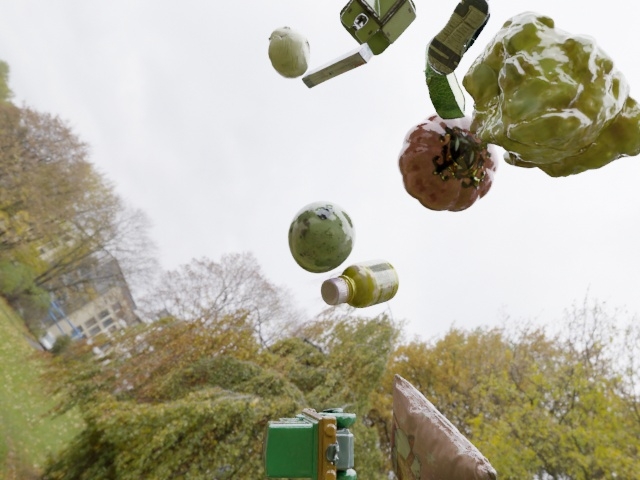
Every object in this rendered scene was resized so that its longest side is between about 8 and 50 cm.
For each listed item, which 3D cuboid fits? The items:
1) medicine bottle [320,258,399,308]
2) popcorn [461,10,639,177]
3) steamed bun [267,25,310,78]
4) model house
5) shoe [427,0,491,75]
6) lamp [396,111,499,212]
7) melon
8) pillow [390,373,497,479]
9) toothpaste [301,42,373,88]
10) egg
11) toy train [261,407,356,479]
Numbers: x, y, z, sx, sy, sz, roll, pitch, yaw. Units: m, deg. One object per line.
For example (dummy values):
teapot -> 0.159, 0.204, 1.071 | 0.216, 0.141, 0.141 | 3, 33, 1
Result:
medicine bottle -> 0.099, 0.119, 1.146 | 0.122, 0.213, 0.121 | 8, -79, 46
popcorn -> 0.443, -0.285, 0.848 | 0.293, 0.293, 0.334 | 80, -1, -59
steamed bun -> -0.072, -0.467, 1.104 | 0.091, 0.112, 0.130 | 2, -13, 19
model house -> 0.189, -0.721, 1.364 | 0.205, 0.278, 0.218 | 41, -74, -12
shoe -> 0.236, -0.349, 0.743 | 0.064, 0.071, 0.143 | 39, -39, 8
lamp -> 0.374, -0.231, 1.323 | 0.305, 0.305, 0.240 | 58, -10, -6
melon -> 0.287, -0.391, 1.017 | 0.064, 0.209, 0.118 | -13, -26, 43
pillow -> 0.184, 0.376, 0.730 | 0.223, 0.084, 0.236 | -138, -137, -54
toothpaste -> 0.037, -0.426, 1.084 | 0.196, 0.047, 0.040 | -6, -48, 44
egg -> 0.000, 0.000, 1.146 | 0.177, 0.177, 0.228 | 40, -36, 19
toy train -> -0.041, 0.563, 1.207 | 0.429, 0.249, 0.178 | 121, -29, -69
